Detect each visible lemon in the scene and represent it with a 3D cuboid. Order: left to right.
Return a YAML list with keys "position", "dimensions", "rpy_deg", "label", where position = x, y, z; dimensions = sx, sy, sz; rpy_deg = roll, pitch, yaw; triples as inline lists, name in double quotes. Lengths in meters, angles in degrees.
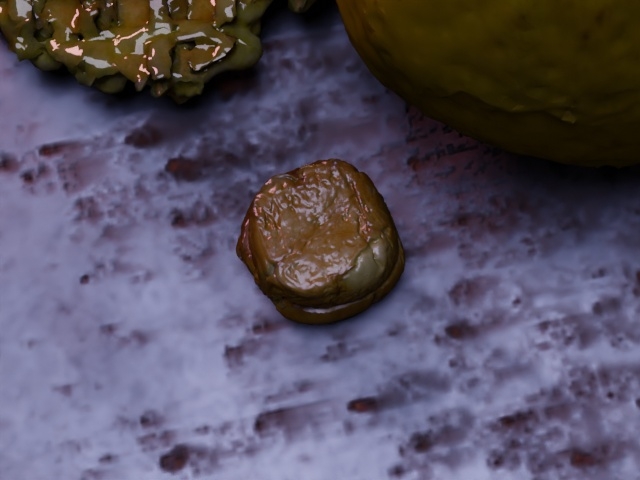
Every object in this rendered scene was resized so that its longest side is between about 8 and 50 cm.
- position: [0.138, -0.160, 0.615]
  dimensions: [0.310, 0.253, 0.253]
  rpy_deg: [-5, 73, -2]
  label: "lemon"

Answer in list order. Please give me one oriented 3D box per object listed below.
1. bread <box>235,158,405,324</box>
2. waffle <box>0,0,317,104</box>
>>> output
- position: [0.000, 0.000, 0.679]
  dimensions: [0.083, 0.046, 0.081]
  rpy_deg: [27, 72, 13]
  label: "bread"
- position: [-0.091, -0.198, 0.740]
  dimensions: [0.245, 0.052, 0.254]
  rpy_deg: [35, 78, 14]
  label: "waffle"
